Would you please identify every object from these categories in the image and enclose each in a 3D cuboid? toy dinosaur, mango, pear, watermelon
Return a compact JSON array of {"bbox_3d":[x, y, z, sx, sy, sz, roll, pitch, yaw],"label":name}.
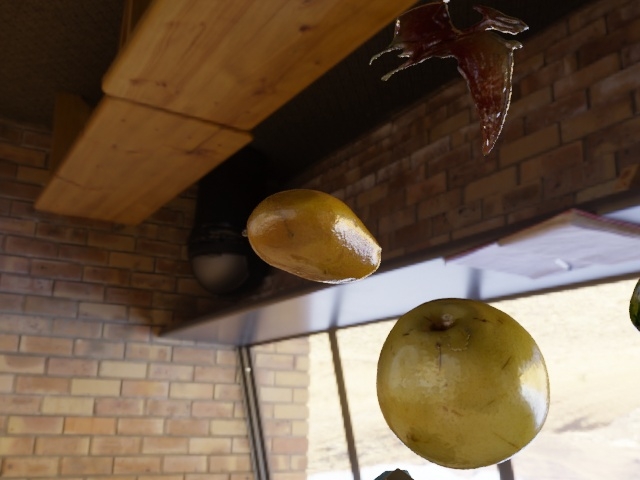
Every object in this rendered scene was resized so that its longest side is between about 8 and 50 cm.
[{"bbox_3d":[0.174,-0.266,0.957,0.327,0.206,0.113,30,150,43],"label":"toy dinosaur"},{"bbox_3d":[0.000,0.000,0.975,0.227,0.109,0.147,21,129,-29],"label":"mango"},{"bbox_3d":[0.280,0.281,1.302,0.348,0.348,0.348,1,165,0],"label":"pear"},{"bbox_3d":[0.560,0.108,1.059,0.087,0.163,0.069,0,-156,-5],"label":"watermelon"}]

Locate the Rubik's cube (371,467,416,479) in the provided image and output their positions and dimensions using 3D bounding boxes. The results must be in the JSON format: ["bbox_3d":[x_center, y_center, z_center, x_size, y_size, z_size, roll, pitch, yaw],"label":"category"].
[{"bbox_3d":[0.126,0.552,1.215,0.265,0.224,0.213,-31,172,-23],"label":"Rubik's cube"}]
